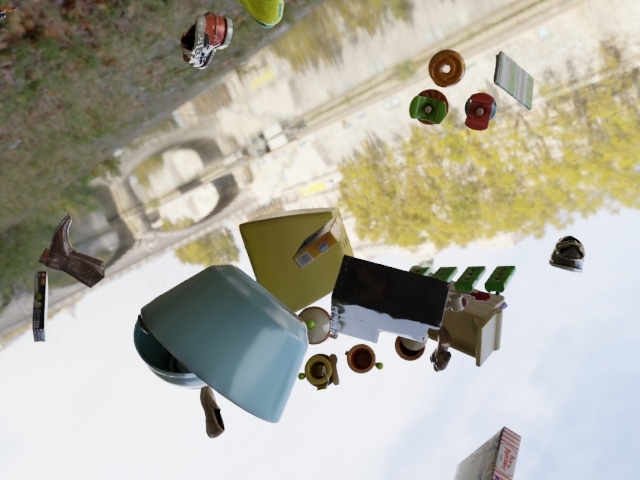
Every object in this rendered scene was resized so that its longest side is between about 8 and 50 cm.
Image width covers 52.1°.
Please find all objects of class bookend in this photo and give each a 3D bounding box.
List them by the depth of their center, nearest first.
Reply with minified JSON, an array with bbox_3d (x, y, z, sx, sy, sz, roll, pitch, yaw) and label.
[{"bbox_3d":[0.098,0.103,0.977,0.156,0.157,0.072,88,19,-63],"label":"bookend"}]

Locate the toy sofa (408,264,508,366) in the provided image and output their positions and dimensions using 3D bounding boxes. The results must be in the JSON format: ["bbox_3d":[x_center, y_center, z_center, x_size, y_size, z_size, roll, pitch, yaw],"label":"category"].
[{"bbox_3d":[0.378,0.222,2.002,0.363,0.150,0.177,20,-141,35],"label":"toy sofa"}]

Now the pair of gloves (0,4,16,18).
[{"bbox_3d":[-0.557,-0.380,1.098,0.074,0.010,0.083,-6,-146,-2],"label":"pair of gloves"}]

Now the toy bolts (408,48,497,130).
[{"bbox_3d":[0.384,-0.410,1.822,0.229,0.218,0.158,19,-158,10],"label":"toy bolts"}]

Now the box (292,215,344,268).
[{"bbox_3d":[0.000,0.000,1.140,0.081,0.028,0.136,-37,-175,15],"label":"box"}]

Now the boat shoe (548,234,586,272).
[{"bbox_3d":[0.608,0.031,1.608,0.081,0.068,0.228,16,-168,15],"label":"boat shoe"}]

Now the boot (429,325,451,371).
[{"bbox_3d":[0.344,0.319,1.899,0.087,0.042,0.118,123,-26,-47],"label":"boot"}]

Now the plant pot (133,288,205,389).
[{"bbox_3d":[-0.359,0.298,1.849,0.293,0.196,0.293,0,-131,0],"label":"plant pot"}]

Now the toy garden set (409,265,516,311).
[{"bbox_3d":[0.286,0.116,1.444,0.244,0.049,0.204,-2,-161,31],"label":"toy garden set"}]

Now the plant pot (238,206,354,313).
[{"bbox_3d":[-0.033,0.030,1.400,0.187,0.212,0.212,-17,-175,9],"label":"plant pot"}]

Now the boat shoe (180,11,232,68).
[{"bbox_3d":[-0.149,-0.245,0.803,0.043,0.049,0.137,-1,-179,-27],"label":"boat shoe"}]

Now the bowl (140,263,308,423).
[{"bbox_3d":[-0.141,0.157,1.150,0.163,0.311,0.311,-49,-169,-4],"label":"bowl"}]

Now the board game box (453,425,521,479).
[{"bbox_3d":[0.330,0.490,1.347,0.146,0.045,0.193,-55,176,-47],"label":"board game box"}]

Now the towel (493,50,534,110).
[{"bbox_3d":[0.527,-0.434,1.788,0.023,0.152,0.113,-17,-128,51],"label":"towel"}]

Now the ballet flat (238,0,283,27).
[{"bbox_3d":[-0.161,-0.515,1.283,0.077,0.231,0.077,-44,172,-35],"label":"ballet flat"}]

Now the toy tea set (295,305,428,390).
[{"bbox_3d":[0.087,0.236,1.584,0.336,0.199,0.124,-15,164,9],"label":"toy tea set"}]

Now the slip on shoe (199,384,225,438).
[{"bbox_3d":[-0.264,0.417,1.612,0.041,0.051,0.135,-31,-130,21],"label":"slip on shoe"}]

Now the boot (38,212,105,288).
[{"bbox_3d":[-0.436,0.020,1.193,0.106,0.114,0.037,-64,-160,-7],"label":"boot"}]

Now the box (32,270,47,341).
[{"bbox_3d":[-0.628,0.149,1.469,0.027,0.137,0.094,2,154,-21],"label":"box"}]

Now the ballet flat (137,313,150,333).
[{"bbox_3d":[-0.334,0.154,1.493,0.173,0.049,0.057,-28,-178,-8],"label":"ballet flat"}]
